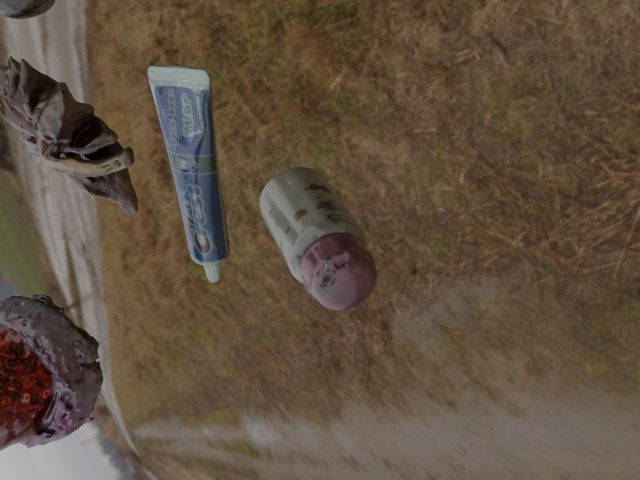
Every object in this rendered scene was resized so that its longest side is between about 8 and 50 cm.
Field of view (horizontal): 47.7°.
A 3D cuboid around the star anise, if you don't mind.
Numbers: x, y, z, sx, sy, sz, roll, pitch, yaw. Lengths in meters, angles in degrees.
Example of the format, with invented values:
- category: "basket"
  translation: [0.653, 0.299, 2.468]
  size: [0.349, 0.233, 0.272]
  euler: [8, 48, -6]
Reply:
- category: "star anise"
  translation: [-0.390, -0.159, 1.091]
  size: [0.349, 0.109, 0.292]
  euler: [35, 167, 14]

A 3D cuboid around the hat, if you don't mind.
- category: "hat"
  translation: [-0.266, 0.135, 0.543]
  size: [0.129, 0.227, 0.140]
  euler: [27, 113, 8]

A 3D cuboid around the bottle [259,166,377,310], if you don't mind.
- category: "bottle"
  translation: [0.000, 0.000, 0.962]
  size: [0.233, 0.110, 0.110]
  euler: [-122, 14, -49]

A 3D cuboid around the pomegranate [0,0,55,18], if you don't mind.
- category: "pomegranate"
  translation: [-0.398, -0.370, 0.929]
  size: [0.138, 0.125, 0.163]
  euler: [-109, 3, -61]

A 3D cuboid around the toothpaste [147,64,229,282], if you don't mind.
- category: "toothpaste"
  translation: [-0.102, -0.048, 0.597]
  size: [0.057, 0.035, 0.197]
  euler: [10, 125, 23]
